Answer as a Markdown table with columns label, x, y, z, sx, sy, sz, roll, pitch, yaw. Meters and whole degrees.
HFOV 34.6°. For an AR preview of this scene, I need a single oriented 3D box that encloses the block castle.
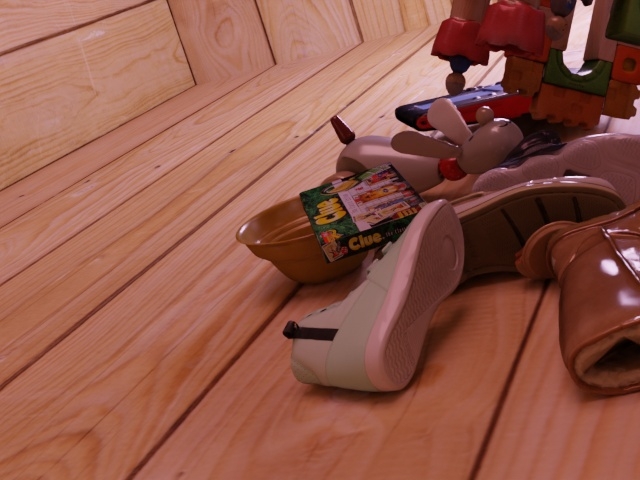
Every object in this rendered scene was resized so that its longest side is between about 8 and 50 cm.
| label | x | y | z | sx | sy | sz | roll | pitch | yaw |
| --- | --- | --- | --- | --- | --- | --- | --- | --- | --- |
| block castle | 0.402 | -0.263 | 1.422 | 0.453 | 0.212 | 0.303 | 10 | 5 | -11 |

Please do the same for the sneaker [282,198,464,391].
| label | x | y | z | sx | sy | sz | roll | pitch | yaw |
| --- | --- | --- | --- | --- | --- | --- | --- | --- | --- |
| sneaker | 0.055 | 0.052 | 1.103 | 0.151 | 0.094 | 0.256 | -7 | 38 | 38 |

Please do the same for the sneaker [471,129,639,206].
| label | x | y | z | sx | sy | sz | roll | pitch | yaw |
| --- | --- | --- | --- | --- | --- | --- | --- | --- | --- |
| sneaker | 0.341 | -0.103 | 1.371 | 0.269 | 0.101 | 0.153 | -12 | 20 | 26 |

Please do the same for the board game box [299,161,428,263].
| label | x | y | z | sx | sy | sz | roll | pitch | yaw |
| --- | --- | --- | --- | --- | --- | --- | --- | --- | --- |
| board game box | 0.051 | -0.040 | 1.282 | 0.136 | 0.030 | 0.259 | -21 | 17 | -1 |

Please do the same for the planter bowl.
| label | x | y | z | sx | sy | sz | roll | pitch | yaw |
| --- | --- | --- | --- | --- | --- | --- | --- | --- | --- |
| planter bowl | 0.000 | 0.000 | 1.412 | 0.217 | 0.090 | 0.217 | -16 | 18 | 5 |

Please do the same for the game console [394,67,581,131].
| label | x | y | z | sx | sy | sz | roll | pitch | yaw |
| --- | --- | --- | --- | --- | --- | --- | --- | --- | --- |
| game console | 0.314 | -0.255 | 1.833 | 0.342 | 0.060 | 0.386 | -9 | 9 | 1 |

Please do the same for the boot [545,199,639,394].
| label | x | y | z | sx | sy | sz | roll | pitch | yaw |
| --- | --- | --- | --- | --- | --- | --- | --- | --- | --- |
| boot | 0.334 | 0.036 | 0.978 | 0.236 | 0.089 | 0.269 | -25 | 15 | 13 |

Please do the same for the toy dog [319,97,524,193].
| label | x | y | z | sx | sy | sz | roll | pitch | yaw |
| --- | --- | --- | --- | --- | --- | --- | --- | --- | --- |
| toy dog | 0.136 | -0.150 | 1.577 | 0.334 | 0.161 | 0.220 | -21 | 11 | 17 |

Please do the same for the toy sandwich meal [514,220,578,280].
| label | x | y | z | sx | sy | sz | roll | pitch | yaw |
| --- | --- | --- | --- | --- | --- | --- | --- | --- | --- |
| toy sandwich meal | 0.258 | 0.009 | 1.146 | 0.086 | 0.085 | 0.029 | -18 | 36 | -1 |

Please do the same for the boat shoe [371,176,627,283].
| label | x | y | z | sx | sy | sz | roll | pitch | yaw |
| --- | --- | --- | --- | --- | --- | --- | --- | --- | --- |
| boat shoe | 0.205 | -0.017 | 1.218 | 0.302 | 0.113 | 0.103 | -14 | 22 | 14 |
